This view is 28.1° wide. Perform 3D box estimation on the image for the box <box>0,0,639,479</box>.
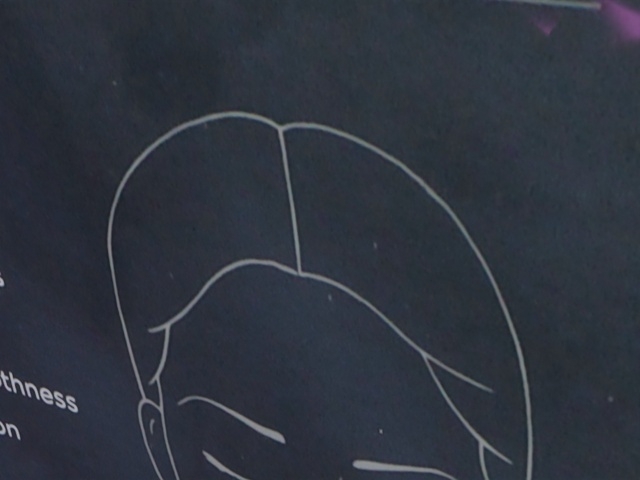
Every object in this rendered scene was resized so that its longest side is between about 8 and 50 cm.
[{"bbox_3d":[0.000,0.000,0.626,0.479,0.297,0.472,12,124,31],"label":"box"}]
